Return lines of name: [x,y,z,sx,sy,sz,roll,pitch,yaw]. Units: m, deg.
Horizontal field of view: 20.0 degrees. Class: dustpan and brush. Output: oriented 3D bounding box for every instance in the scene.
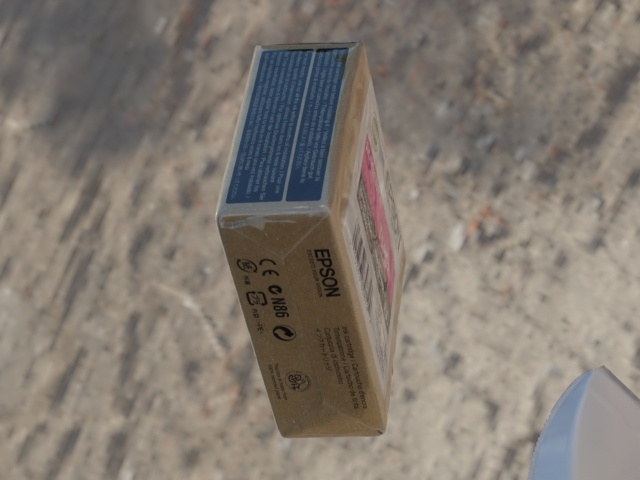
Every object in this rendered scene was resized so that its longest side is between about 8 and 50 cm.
dustpan and brush: [0.179,0.211,1.253,0.060,0.147,0.211,-19,34,51]

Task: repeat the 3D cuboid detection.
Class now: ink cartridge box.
ink cartridge box: [0.000,0.000,1.342,0.088,0.234,0.193,-2,44,13]
